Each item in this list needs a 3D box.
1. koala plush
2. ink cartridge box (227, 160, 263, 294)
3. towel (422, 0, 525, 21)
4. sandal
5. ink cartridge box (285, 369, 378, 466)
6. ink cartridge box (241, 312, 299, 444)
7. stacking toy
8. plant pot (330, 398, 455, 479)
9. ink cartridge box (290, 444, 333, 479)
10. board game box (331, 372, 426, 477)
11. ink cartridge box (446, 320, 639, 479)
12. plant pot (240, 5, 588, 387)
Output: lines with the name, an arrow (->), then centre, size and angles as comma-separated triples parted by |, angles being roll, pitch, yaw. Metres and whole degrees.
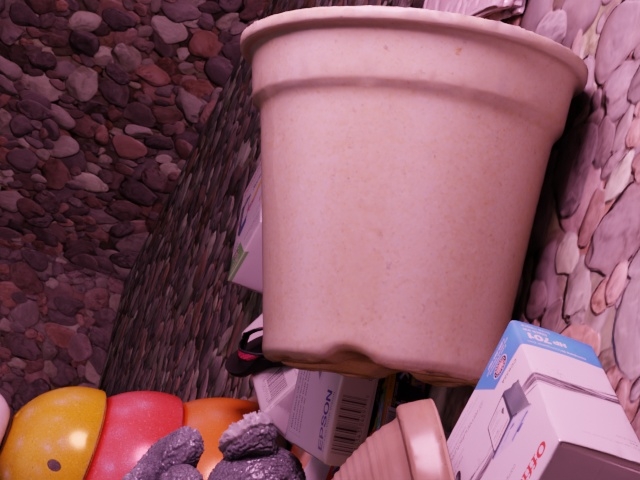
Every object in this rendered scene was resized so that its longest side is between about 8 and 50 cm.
koala plush -> -0.107, 0.307, 1.751 | 0.221, 0.196, 0.203 | -25, 2, 23
ink cartridge box -> -0.072, -0.040, 2.447 | 0.212, 0.093, 0.154 | -81, 16, -45
towel -> 0.221, -0.403, 1.879 | 0.317, 0.053, 0.332 | 172, 117, -75
sandal -> -0.072, 0.130, 1.889 | 0.067, 0.040, 0.179 | -56, 19, -26
ink cartridge box -> 0.013, 0.123, 1.666 | 0.224, 0.045, 0.223 | -174, 96, -74
ink cartridge box -> 0.021, 0.097, 1.924 | 0.261, 0.066, 0.296 | -44, 17, 6
stacking toy -> -0.312, 0.315, 2.032 | 0.350, 0.480, 0.350 | -160, 90, -77
plant pot -> 0.059, 0.250, 1.193 | 0.237, 0.110, 0.237 | -11, -90, -89
ink cartridge box -> -0.012, 0.297, 1.804 | 0.179, 0.045, 0.145 | -129, 59, -78
board game box -> 0.070, 0.166, 1.654 | 0.141, 0.048, 0.170 | 125, 161, -55
ink cartridge box -> 0.169, 0.170, 1.168 | 0.190, 0.082, 0.139 | -98, 30, -67
plant pot -> 0.073, -0.024, 1.430 | 0.334, 0.334, 0.305 | 158, 120, -73
